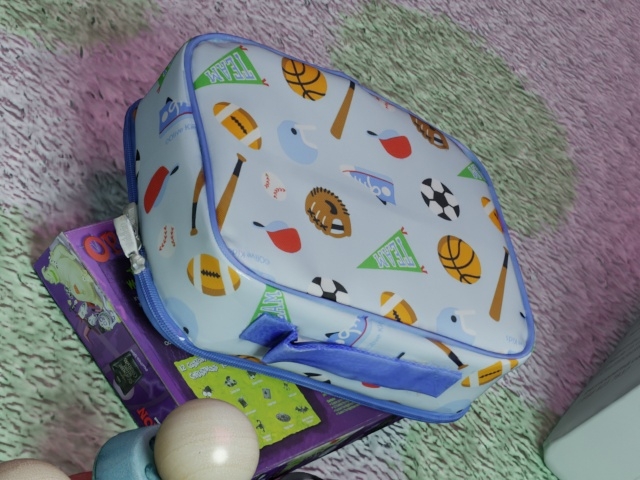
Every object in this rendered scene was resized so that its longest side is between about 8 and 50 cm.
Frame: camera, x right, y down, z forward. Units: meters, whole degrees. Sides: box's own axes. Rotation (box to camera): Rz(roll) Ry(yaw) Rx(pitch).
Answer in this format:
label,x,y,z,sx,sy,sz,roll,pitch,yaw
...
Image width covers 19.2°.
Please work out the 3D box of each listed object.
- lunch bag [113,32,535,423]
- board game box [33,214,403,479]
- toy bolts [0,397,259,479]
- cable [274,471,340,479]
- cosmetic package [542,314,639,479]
label,x,y,z,sx,sy,sz,roll,pitch,yaw
lunch bag,0.000,0.000,1.301,0.303,0.115,0.243,17,46,-34
board game box,-0.021,0.052,1.359,0.347,0.056,0.208,-17,71,-51
toy bolts,-0.108,0.189,1.041,0.218,0.158,0.228,46,36,3
cable,0.003,0.219,1.224,0.150,0.047,0.184,47,38,13
cosmetic package,0.458,0.140,1.430,0.393,0.329,0.327,44,53,0
